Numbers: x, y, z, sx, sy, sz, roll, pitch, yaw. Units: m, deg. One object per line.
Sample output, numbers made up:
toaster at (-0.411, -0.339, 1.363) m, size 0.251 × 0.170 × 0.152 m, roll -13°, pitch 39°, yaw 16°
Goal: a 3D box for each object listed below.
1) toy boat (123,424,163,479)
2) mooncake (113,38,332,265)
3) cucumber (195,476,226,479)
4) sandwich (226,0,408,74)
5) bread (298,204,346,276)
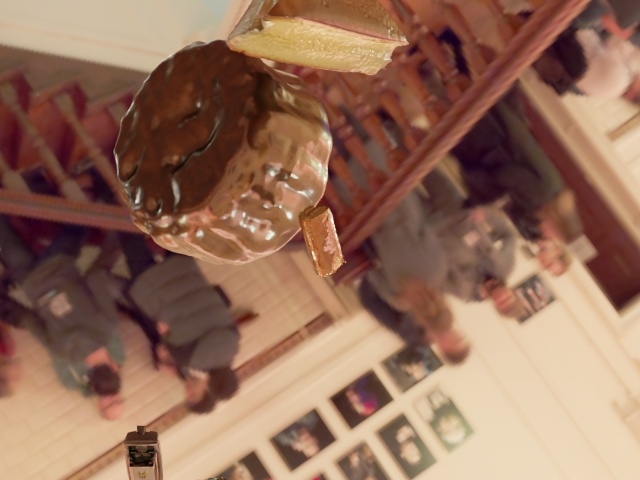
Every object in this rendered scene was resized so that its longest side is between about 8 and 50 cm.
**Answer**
toy boat at (-0.271, 0.352, 1.660) m, size 0.055 × 0.060 × 0.141 m, roll 0°, pitch 129°, yaw -2°
mooncake at (-0.134, -0.113, 1.403) m, size 0.290 × 0.290 × 0.161 m, roll -38°, pitch 144°, yaw 19°
cucumber at (-0.173, 0.364, 1.495) m, size 0.107 × 0.067 × 0.035 m, roll -5°, pitch 157°, yaw -33°
sandwich at (-0.005, -0.264, 1.286) m, size 0.094 × 0.096 × 0.258 m, roll -27°, pitch 163°, yaw 37°
bread at (0.000, 0.000, 1.284) m, size 0.036 × 0.083 × 0.047 m, roll 2°, pitch -150°, yaw 35°
